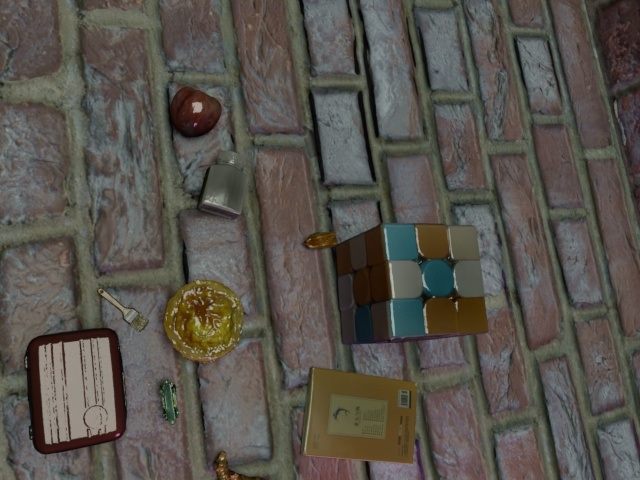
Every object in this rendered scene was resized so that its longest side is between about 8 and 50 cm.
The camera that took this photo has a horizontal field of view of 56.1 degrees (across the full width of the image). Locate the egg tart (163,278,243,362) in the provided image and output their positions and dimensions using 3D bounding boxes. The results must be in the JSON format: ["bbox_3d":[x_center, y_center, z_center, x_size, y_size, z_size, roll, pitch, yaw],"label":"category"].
[{"bbox_3d":[-0.337,0.234,1.739,0.241,0.106,0.241,4,77,-20],"label":"egg tart"}]

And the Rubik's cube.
[{"bbox_3d":[0.275,0.145,1.889,0.347,0.347,0.344,2,78,-24],"label":"Rubik's cube"}]

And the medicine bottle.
[{"bbox_3d":[-0.294,-0.175,1.858,0.132,0.088,0.188,17,72,-19],"label":"medicine bottle"}]

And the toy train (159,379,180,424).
[{"bbox_3d":[-0.419,0.448,1.667,0.050,0.081,0.122,-7,80,-16],"label":"toy train"}]

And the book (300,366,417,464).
[{"bbox_3d":[0.132,0.560,1.907,0.389,0.032,0.269,14,72,-20],"label":"book"}]

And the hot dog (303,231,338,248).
[{"bbox_3d":[0.000,0.000,1.977,0.133,0.041,0.056,-8,82,-32],"label":"hot dog"}]

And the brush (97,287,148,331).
[{"bbox_3d":[-0.563,0.192,1.702,0.170,0.014,0.043,41,67,-8],"label":"brush"}]

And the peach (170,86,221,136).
[{"bbox_3d":[-0.392,-0.389,1.852,0.152,0.152,0.152,5,76,-22],"label":"peach"}]

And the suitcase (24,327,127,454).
[{"bbox_3d":[-0.626,0.382,1.548,0.236,0.161,0.297,-4,79,-24],"label":"suitcase"}]

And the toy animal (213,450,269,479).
[{"bbox_3d":[-0.190,0.703,1.712,0.255,0.116,0.114,25,93,-22],"label":"toy animal"}]
